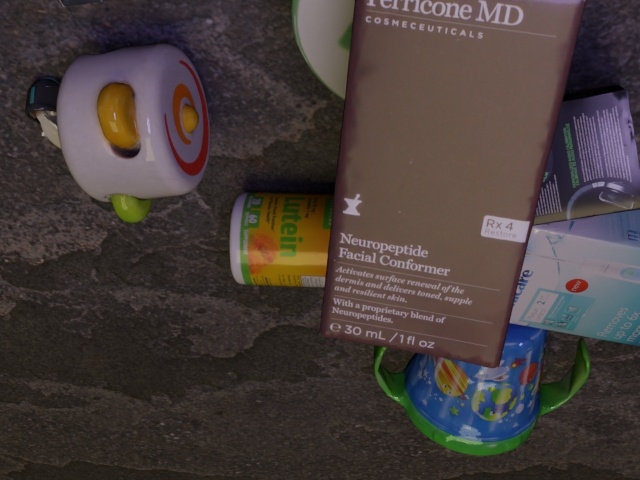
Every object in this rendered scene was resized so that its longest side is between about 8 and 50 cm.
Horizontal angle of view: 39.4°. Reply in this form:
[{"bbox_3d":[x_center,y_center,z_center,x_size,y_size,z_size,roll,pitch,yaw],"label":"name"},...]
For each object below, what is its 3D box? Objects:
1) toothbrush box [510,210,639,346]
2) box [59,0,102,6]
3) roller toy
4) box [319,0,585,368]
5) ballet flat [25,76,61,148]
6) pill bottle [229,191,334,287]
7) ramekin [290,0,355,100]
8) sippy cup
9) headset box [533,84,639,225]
[{"bbox_3d":[0.390,0.028,1.284,0.295,0.126,0.216,12,140,-4],"label":"toothbrush box"},{"bbox_3d":[-0.185,-0.327,0.931,0.180,0.147,0.078,-3,139,13],"label":"box"},{"bbox_3d":[-0.222,-0.148,1.112,0.146,0.191,0.209,-5,141,14],"label":"roller toy"},{"bbox_3d":[0.117,-0.076,0.859,0.191,0.143,0.382,9,119,8],"label":"box"},{"bbox_3d":[-0.330,-0.136,1.237,0.074,0.074,0.203,-19,134,27],"label":"ballet flat"},{"bbox_3d":[0.000,0.000,1.297,0.245,0.136,0.136,2,140,6],"label":"pill bottle"},{"bbox_3d":[0.109,-0.271,0.953,0.303,0.148,0.303,4,140,3],"label":"ramekin"},{"bbox_3d":[0.257,0.183,1.427,0.305,0.240,0.224,-21,136,-28],"label":"sippy cup"},{"bbox_3d":[0.224,-0.092,1.059,0.283,0.246,0.131,-9,97,18],"label":"headset box"}]
